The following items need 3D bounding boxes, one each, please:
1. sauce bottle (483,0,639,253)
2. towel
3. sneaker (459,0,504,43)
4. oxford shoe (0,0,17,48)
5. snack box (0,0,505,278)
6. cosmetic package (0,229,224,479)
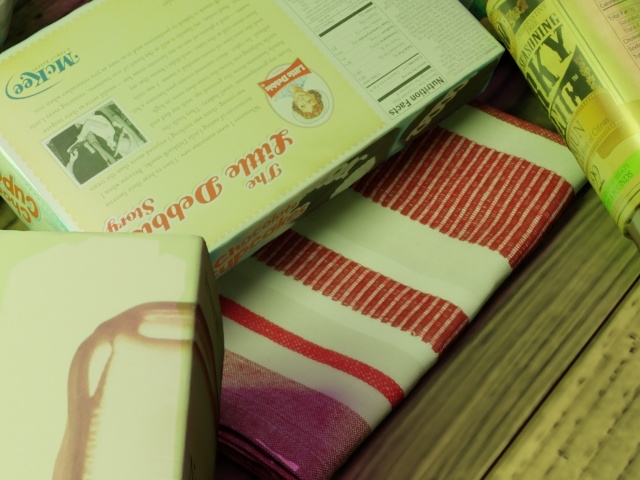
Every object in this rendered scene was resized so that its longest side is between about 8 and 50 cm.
[{"bbox_3d":[0.175,-0.141,1.138,0.111,0.111,0.344,-23,65,-13],"label":"sauce bottle"},{"bbox_3d":[0.000,0.000,1.145,0.237,0.037,0.329,27,56,28],"label":"towel"},{"bbox_3d":[0.166,-0.261,1.311,0.123,0.109,0.295,11,50,12],"label":"sneaker"},{"bbox_3d":[-0.290,-0.222,1.240,0.169,0.130,0.449,-15,21,-6],"label":"oxford shoe"},{"bbox_3d":[-0.057,-0.098,1.138,0.322,0.060,0.187,-35,75,-26],"label":"snack box"},{"bbox_3d":[-0.124,0.157,0.897,0.129,0.153,0.296,0,62,3],"label":"cosmetic package"}]
